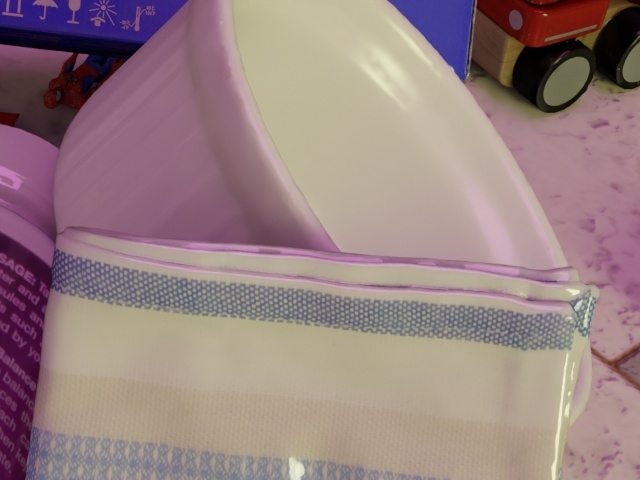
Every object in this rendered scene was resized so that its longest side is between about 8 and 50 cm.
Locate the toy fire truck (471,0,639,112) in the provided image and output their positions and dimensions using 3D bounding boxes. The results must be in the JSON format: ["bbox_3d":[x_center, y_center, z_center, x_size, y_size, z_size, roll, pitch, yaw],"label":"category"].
[{"bbox_3d":[0.228,-0.227,1.006,0.217,0.246,0.158,-18,47,-29],"label":"toy fire truck"}]

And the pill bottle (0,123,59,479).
[{"bbox_3d":[-0.192,0.081,0.628,0.169,0.169,0.301,12,40,3],"label":"pill bottle"}]

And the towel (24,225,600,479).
[{"bbox_3d":[-0.013,0.139,0.536,0.209,0.285,0.034,7,5,-2],"label":"towel"}]

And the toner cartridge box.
[{"bbox_3d":[-0.092,-0.153,0.894,0.348,0.075,0.165,5,4,-19],"label":"toner cartridge box"}]

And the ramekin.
[{"bbox_3d":[0.000,0.000,0.695,0.277,0.135,0.277,41,28,-28],"label":"ramekin"}]

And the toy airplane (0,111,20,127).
[{"bbox_3d":[-0.207,-0.038,0.869,0.151,0.028,0.151,5,42,-5],"label":"toy airplane"}]

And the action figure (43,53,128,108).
[{"bbox_3d":[-0.156,-0.121,0.979,0.038,0.030,0.115,28,45,13],"label":"action figure"}]
